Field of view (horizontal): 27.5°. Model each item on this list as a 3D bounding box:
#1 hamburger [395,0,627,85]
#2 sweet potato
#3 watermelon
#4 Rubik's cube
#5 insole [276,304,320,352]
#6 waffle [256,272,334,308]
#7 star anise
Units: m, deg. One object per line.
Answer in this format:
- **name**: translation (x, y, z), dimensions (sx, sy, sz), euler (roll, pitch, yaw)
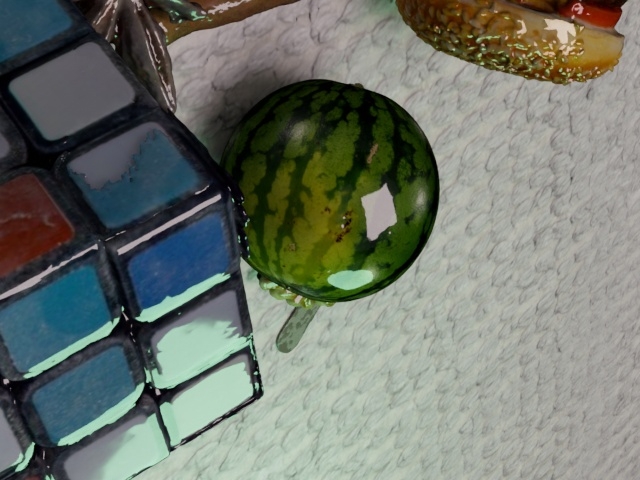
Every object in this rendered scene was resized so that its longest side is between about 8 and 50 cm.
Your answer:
- **hamburger**: translation (0.264, -0.350, 1.727), dimensions (0.330, 0.330, 0.250), euler (-12, 120, -46)
- **sweet potato**: translation (-0.051, -0.326, 1.547), dimensions (0.385, 0.109, 0.109), euler (-41, 139, -21)
- **watermelon**: translation (0.012, -0.061, 1.634), dimensions (0.285, 0.285, 0.285), euler (-29, 132, -37)
- **Rubik's cube**: translation (-0.294, 0.026, 1.194), dimensions (0.359, 0.363, 0.362), euler (-33, 147, -16)
- **insole**: translation (-0.008, 0.083, 1.935), dimensions (0.193, 0.006, 0.065), euler (-58, 144, -4)
- **waffle**: translation (0.002, 0.002, 1.851), dimensions (0.223, 0.054, 0.204), euler (15, 100, -51)
- **star anise**: translation (-0.215, -0.254, 1.384), dimensions (0.198, 0.110, 0.257), euler (12, 90, -34)
